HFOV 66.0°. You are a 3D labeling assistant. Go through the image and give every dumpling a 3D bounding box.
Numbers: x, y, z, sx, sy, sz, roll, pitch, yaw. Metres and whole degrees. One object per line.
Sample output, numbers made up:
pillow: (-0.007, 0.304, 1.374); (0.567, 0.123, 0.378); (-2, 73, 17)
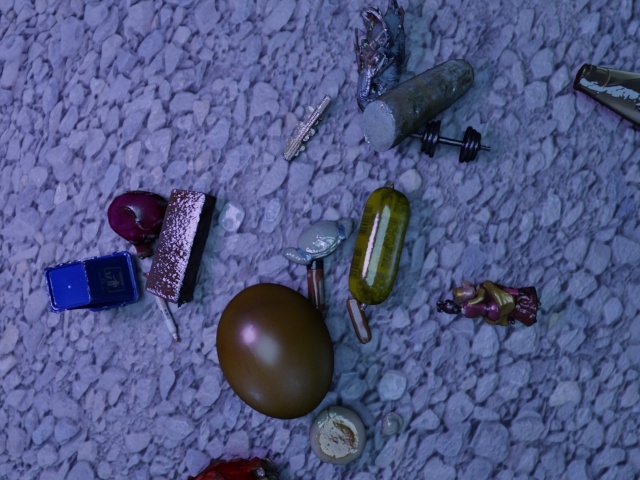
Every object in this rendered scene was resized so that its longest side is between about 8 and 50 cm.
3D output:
dumpling: (0.193, 0.495, 1.319); (0.060, 0.043, 0.077); (11, 87, -14)

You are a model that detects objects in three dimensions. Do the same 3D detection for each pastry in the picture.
pastry: (0.047, 0.516, 1.312); (0.157, 0.092, 0.156); (0, 88, 4)

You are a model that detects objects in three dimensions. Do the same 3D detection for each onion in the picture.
onion: (-0.510, -0.043, 1.374); (0.173, 0.135, 0.198); (-5, 90, 10)

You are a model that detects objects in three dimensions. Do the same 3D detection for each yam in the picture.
yam: (0.257, -0.359, 1.258); (0.330, 0.133, 0.133); (-34, 85, -13)

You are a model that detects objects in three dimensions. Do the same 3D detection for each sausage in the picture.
sausage: (0.105, 0.218, 1.336); (0.041, 0.039, 0.131); (-18, 88, 0)
sausage: (0.153, 0.017, 1.290); (0.123, 0.123, 0.346); (14, 91, 8)

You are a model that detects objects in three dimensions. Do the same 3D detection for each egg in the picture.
egg: (-0.111, 0.277, 1.242); (0.283, 0.282, 0.351); (-23, 97, 7)

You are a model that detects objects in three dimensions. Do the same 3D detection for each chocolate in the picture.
chocolate: (-0.390, 0.017, 1.369); (0.112, 0.112, 0.321); (14, 90, 8)

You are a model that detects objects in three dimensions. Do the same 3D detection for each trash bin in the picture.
trash bin: (-0.625, 0.118, 1.335); (0.184, 0.234, 0.162); (-14, 88, 6)

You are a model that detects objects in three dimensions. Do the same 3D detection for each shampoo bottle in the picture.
shampoo bottle: (0.813, -0.349, 1.231); (0.350, 0.084, 0.125); (26, 94, 8)

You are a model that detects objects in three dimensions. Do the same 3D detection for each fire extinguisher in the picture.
fire extinguisher: (-0.011, 0.143, 1.344); (0.050, 0.062, 0.177); (-3, 88, -22)

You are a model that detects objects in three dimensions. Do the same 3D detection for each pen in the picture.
pen: (-0.453, 0.191, 1.416); (0.026, 0.026, 0.218); (-24, 86, 6)

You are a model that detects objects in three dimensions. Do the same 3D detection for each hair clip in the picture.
hair clip: (-0.039, -0.313, 1.362); (0.062, 0.056, 0.213); (35, 102, -9)

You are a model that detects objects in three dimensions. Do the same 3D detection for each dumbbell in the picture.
dumbbell: (0.337, -0.257, 1.283); (0.209, 0.099, 0.099); (13, 91, 8)

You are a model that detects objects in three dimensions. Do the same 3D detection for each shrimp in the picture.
shrimp: (0.155, -0.508, 1.273); (0.137, 0.172, 0.371); (-3, 103, 2)

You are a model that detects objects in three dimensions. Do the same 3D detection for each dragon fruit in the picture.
dragon fruit: (-0.252, 0.717, 1.262); (0.343, 0.277, 0.277); (-32, 85, 10)

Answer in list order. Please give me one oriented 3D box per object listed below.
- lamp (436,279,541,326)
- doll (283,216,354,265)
lamp: (0.425, 0.157, 1.262); (0.253, 0.118, 0.118); (3, 89, 11)
doll: (0.000, 0.000, 1.327); (0.214, 0.071, 0.103); (-28, 42, -3)
